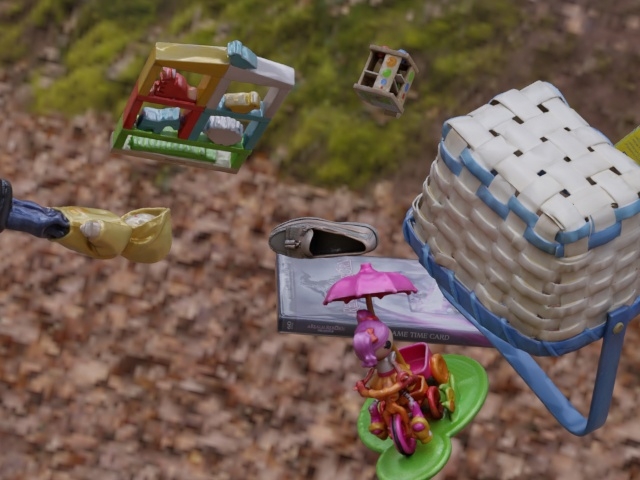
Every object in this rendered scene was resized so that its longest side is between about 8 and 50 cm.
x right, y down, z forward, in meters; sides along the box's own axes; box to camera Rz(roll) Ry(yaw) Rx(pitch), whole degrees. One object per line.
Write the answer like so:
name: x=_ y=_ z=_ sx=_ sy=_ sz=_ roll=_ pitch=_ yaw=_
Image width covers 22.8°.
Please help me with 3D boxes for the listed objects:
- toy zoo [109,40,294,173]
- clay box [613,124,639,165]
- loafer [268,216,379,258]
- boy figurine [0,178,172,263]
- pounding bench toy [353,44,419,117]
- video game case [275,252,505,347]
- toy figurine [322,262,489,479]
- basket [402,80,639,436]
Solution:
toy zoo: x=-0.158 y=-0.186 z=2.156 sx=0.192 sy=0.030 sz=0.293 roll=9 pitch=-30 yaw=-18
clay box: x=0.412 y=-0.089 z=1.803 sx=0.127 sy=0.222 sz=0.053 roll=50 pitch=17 yaw=1
loafer: x=0.000 y=0.000 z=1.743 sx=0.125 sy=0.045 sz=0.039 roll=-1 pitch=17 yaw=14
boy figurine: x=-0.340 y=-0.024 z=2.287 sx=0.285 sy=0.092 sz=0.177 roll=9 pitch=3 yaw=-25
pounding bench toy: x=0.085 y=-0.191 z=1.910 sx=0.052 sy=0.065 sz=0.083 roll=17 pitch=-12 yaw=23
video game case: x=0.086 y=0.066 z=1.828 sx=0.274 sy=0.026 sz=0.196 roll=5 pitch=22 yaw=-5
toy figurine: x=0.056 y=0.103 z=1.391 sx=0.130 sy=0.159 sz=0.173 roll=-17 pitch=31 yaw=23
basket: x=0.205 y=0.020 z=1.509 sx=0.201 sy=0.289 sz=0.255 roll=-22 pitch=53 yaw=-29
